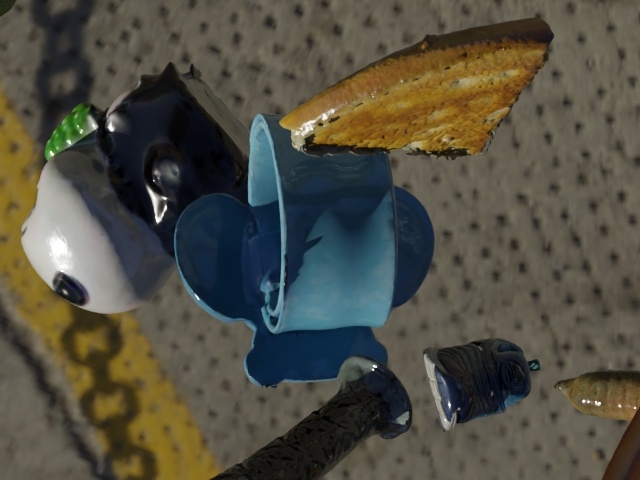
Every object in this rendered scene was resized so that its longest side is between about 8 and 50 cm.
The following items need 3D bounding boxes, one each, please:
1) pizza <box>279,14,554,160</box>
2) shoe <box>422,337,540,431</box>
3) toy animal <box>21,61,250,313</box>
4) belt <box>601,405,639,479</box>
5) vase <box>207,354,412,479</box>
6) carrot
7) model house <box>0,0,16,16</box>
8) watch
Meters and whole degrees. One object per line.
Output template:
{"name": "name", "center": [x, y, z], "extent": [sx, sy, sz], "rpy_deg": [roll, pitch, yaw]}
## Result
{"name": "pizza", "center": [0.087, -0.094, 1.209], "extent": [0.185, 0.176, 0.036], "rpy_deg": [-24, 70, 27]}
{"name": "shoe", "center": [0.174, 0.147, 1.985], "extent": [0.106, 0.207, 0.091], "rpy_deg": [-15, 88, 22]}
{"name": "toy animal", "center": [-0.193, -0.055, 1.918], "extent": [0.267, 0.212, 0.212], "rpy_deg": [-33, 109, 8]}
{"name": "belt", "center": [0.259, 0.107, 0.799], "extent": [0.338, 0.217, 0.122], "rpy_deg": [-50, 138, -3]}
{"name": "vase", "center": [-0.016, 0.128, 1.046], "extent": [0.059, 0.167, 0.059], "rpy_deg": [23, 129, 31]}
{"name": "carrot", "center": [0.361, 0.142, 1.596], "extent": [0.342, 0.070, 0.070], "rpy_deg": [3, 122, 36]}
{"name": "model house", "center": [-0.368, -0.237, 1.510], "extent": [0.234, 0.193, 0.175], "rpy_deg": [-44, 141, -13]}
{"name": "watch", "center": [0.000, 0.000, 1.397], "extent": [0.211, 0.211, 0.193], "rpy_deg": [18, 155, -1]}
